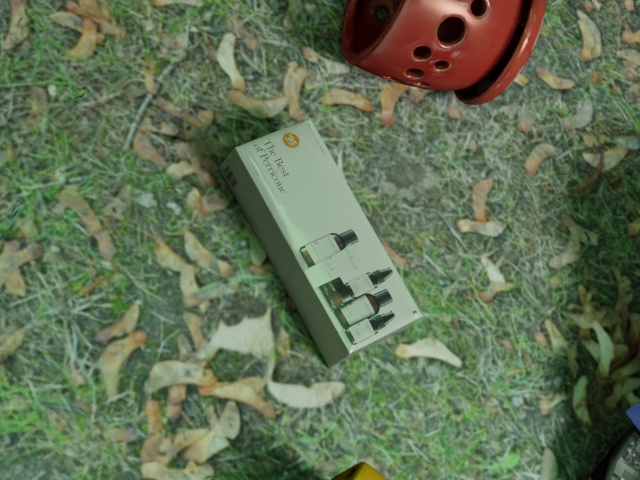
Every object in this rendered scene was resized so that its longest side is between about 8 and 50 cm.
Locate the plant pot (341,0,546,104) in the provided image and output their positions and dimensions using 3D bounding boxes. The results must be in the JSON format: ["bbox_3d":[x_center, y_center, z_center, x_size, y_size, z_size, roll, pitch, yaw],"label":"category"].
[{"bbox_3d":[0.140,-0.251,1.434,0.174,0.191,0.191,20,62,-18],"label":"plant pot"}]

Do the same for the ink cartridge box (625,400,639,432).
[{"bbox_3d":[0.511,0.222,1.284,0.307,0.304,0.072,52,18,-6],"label":"ink cartridge box"}]

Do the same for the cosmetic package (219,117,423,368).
[{"bbox_3d":[0.000,0.000,1.341,0.099,0.060,0.239,-25,80,-31],"label":"cosmetic package"}]

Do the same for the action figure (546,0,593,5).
[{"bbox_3d":[0.247,-0.394,1.599,0.285,0.099,0.185,43,52,-6],"label":"action figure"}]

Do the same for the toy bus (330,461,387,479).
[{"bbox_3d":[0.114,0.365,1.209,0.333,0.108,0.130,42,57,-2],"label":"toy bus"}]

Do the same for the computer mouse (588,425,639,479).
[{"bbox_3d":[0.262,0.290,1.337,0.184,0.060,0.262,29,70,-12],"label":"computer mouse"}]
